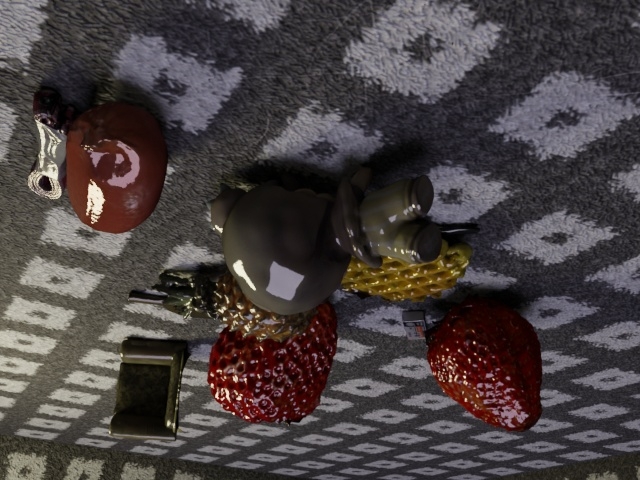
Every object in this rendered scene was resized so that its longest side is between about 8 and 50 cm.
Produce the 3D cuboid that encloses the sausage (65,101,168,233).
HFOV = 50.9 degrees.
[{"bbox_3d":[-0.297,-0.101,0.987,0.148,0.148,0.254,14,149,-19],"label":"sausage"}]

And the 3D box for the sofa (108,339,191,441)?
[{"bbox_3d":[-0.462,0.399,1.805,0.200,0.258,0.182,5,164,-1],"label":"sofa"}]

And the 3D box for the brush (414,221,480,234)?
[{"bbox_3d":[0.191,-0.020,1.219,0.194,0.016,0.063,3,158,3],"label":"brush"}]

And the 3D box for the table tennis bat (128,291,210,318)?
[{"bbox_3d":[-0.330,0.149,1.577,0.235,0.022,0.131,10,151,-18],"label":"table tennis bat"}]

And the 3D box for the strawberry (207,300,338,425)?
[{"bbox_3d":[-0.105,0.255,1.533,0.292,0.309,0.292,11,-177,-1],"label":"strawberry"}]

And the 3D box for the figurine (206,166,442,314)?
[{"bbox_3d":[0.001,0.000,1.064,0.381,0.203,0.248,-12,116,29],"label":"figurine"}]

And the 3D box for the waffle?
[{"bbox_3d":[0.129,0.052,1.301,0.312,0.060,0.307,11,154,-12],"label":"waffle"}]

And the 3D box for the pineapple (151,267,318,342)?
[{"bbox_3d":[-0.183,0.111,1.374,0.361,0.175,0.175,6,155,27],"label":"pineapple"}]

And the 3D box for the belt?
[{"bbox_3d":[-0.405,-0.139,1.025,0.071,0.053,0.232,19,148,-13],"label":"belt"}]

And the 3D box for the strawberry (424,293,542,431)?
[{"bbox_3d":[0.377,0.272,1.457,0.250,0.288,0.238,-9,146,-20],"label":"strawberry"}]

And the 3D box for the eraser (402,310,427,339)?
[{"bbox_3d":[0.227,0.204,1.609,0.052,0.029,0.122,-4,151,13],"label":"eraser"}]
